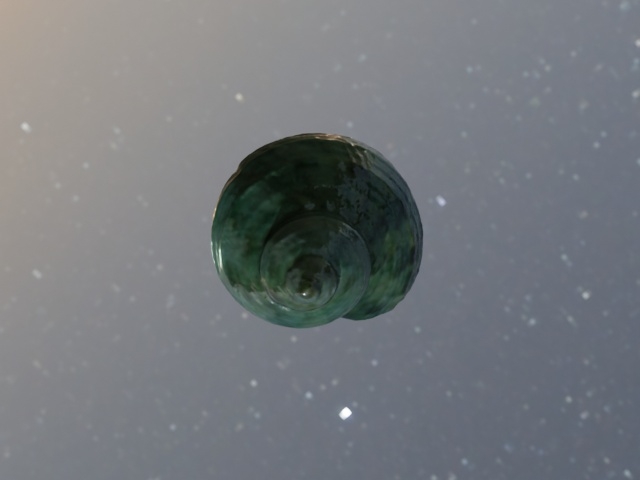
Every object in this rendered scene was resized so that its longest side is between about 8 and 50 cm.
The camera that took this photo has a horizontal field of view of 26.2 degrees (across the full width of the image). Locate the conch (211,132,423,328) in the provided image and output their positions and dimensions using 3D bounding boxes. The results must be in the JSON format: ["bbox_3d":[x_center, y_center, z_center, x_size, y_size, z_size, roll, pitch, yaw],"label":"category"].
[{"bbox_3d":[0.003,-0.002,1.086,0.122,0.176,0.188,-20,-160,45],"label":"conch"}]
